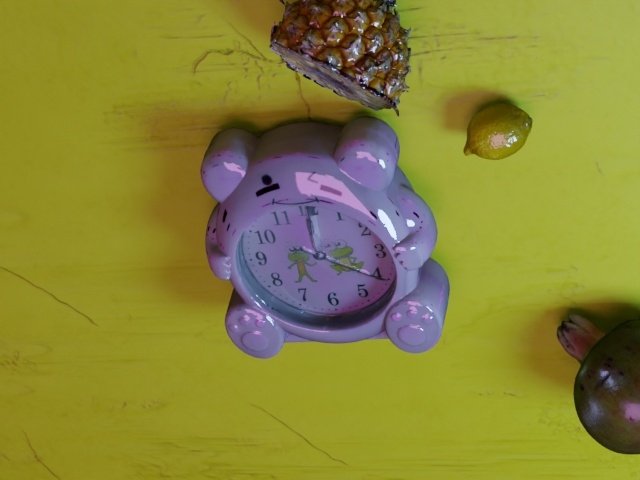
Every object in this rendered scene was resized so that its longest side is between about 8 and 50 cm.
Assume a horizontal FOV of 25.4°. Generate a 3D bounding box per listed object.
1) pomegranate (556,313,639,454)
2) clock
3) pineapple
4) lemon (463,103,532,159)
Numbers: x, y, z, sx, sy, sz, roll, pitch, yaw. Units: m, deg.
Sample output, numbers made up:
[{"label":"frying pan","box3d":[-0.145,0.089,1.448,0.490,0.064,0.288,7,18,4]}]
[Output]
[{"label":"pomegranate","box3d":[0.390,0.168,1.812,0.209,0.180,0.180,46,135,22]},{"label":"clock","box3d":[0.000,0.000,1.781,0.295,0.113,0.322,-3,128,16]},{"label":"pineapple","box3d":[0.040,-0.235,1.565,0.161,0.137,0.176,26,178,42]},{"label":"lemon","box3d":[0.205,-0.125,1.659,0.092,0.065,0.065,-26,119,28]}]
